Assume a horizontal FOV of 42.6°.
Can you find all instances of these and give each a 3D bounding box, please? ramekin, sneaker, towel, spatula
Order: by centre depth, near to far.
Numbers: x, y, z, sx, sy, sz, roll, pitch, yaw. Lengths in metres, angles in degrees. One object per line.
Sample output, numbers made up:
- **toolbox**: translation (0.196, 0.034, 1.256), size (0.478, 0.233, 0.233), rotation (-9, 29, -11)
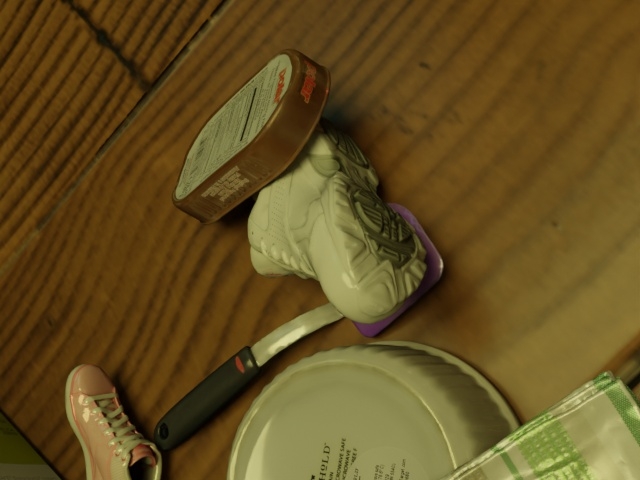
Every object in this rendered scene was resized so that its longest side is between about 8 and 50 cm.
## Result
- **towel**: translation (0.128, 0.156, 0.442), size (0.152, 0.023, 0.113), rotation (-34, 69, 6)
- **ramekin**: translation (0.033, 0.166, 0.554), size (0.207, 0.109, 0.207), rotation (-8, 73, 26)
- **sneaker**: translation (0.000, 0.000, 0.602), size (0.115, 0.090, 0.232), rotation (-48, 27, 17)
- **spatula**: translation (-0.031, 0.081, 0.656), size (0.296, 0.030, 0.084), rotation (-38, 59, 15)
- **sneaker**: translation (-0.170, 0.163, 0.690), size (0.070, 0.051, 0.134), rotation (-25, 73, 35)

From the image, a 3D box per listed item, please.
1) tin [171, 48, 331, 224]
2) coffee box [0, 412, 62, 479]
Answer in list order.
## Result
- **tin**: translation (-0.062, -0.081, 0.662), size (0.189, 0.040, 0.106), rotation (-31, 42, 46)
- **coffee box**: translation (-0.493, 0.250, 0.678), size (0.334, 0.338, 0.338), rotation (32, 92, 31)
